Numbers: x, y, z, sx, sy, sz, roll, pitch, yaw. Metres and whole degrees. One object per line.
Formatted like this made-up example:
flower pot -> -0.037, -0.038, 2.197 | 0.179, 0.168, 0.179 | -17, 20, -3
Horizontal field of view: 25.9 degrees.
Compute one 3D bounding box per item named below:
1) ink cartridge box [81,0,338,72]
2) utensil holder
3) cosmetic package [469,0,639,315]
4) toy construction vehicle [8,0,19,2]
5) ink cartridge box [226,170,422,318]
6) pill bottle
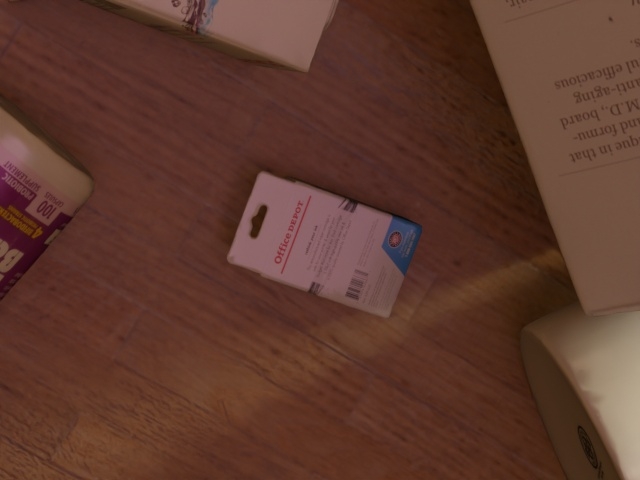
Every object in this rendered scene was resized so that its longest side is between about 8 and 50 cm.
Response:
ink cartridge box -> -0.121, -0.291, 1.275 | 0.270, 0.198, 0.197 | 19, 93, -18
utensil holder -> 0.436, 0.144, 1.397 | 0.385, 0.327, 0.328 | -23, 102, -3
cosmetic package -> 0.368, -0.193, 1.264 | 0.327, 0.329, 0.394 | -14, 105, 33
toy construction vehicle -> -0.319, -0.275, 1.341 | 0.086, 0.035, 0.098 | -15, 104, -19
ink cartridge box -> 0.000, 0.000, 1.424 | 0.180, 0.060, 0.104 | 20, 96, -13
pill bottle -> -0.367, 0.007, 1.304 | 0.169, 0.169, 0.301 | 40, 90, -14
